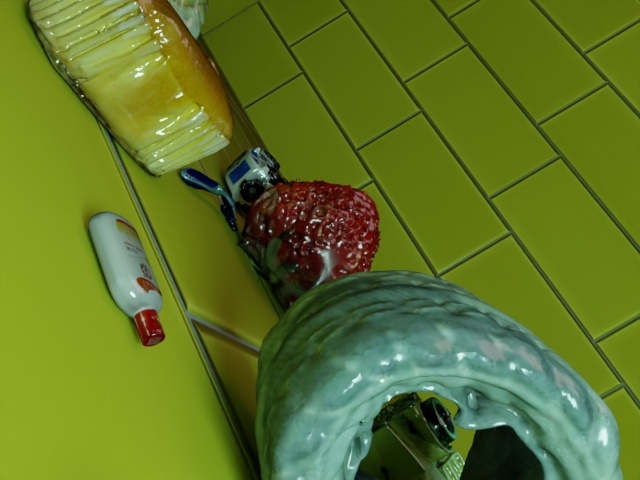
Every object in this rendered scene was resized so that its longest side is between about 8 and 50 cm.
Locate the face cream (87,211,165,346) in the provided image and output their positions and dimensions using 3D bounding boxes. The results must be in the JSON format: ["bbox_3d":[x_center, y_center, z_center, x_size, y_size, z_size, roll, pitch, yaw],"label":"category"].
[{"bbox_3d":[-0.108,0.022,0.364,0.083,0.021,0.040,61,4,27],"label":"face cream"}]

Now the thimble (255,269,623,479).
[{"bbox_3d":[0.070,0.137,0.420,0.250,0.205,0.172,41,1,-13],"label":"thimble"}]

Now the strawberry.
[{"bbox_3d":[0.000,0.000,0.855,0.187,0.202,0.184,38,-30,37],"label":"strawberry"}]

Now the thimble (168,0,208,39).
[{"bbox_3d":[-0.205,-0.271,0.667,0.143,0.138,0.190,59,14,-47],"label":"thimble"}]

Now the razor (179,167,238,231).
[{"bbox_3d":[-0.130,-0.057,0.779,0.044,0.028,0.154,60,3,22],"label":"razor"}]

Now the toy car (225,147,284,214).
[{"bbox_3d":[-0.112,-0.103,1.029,0.070,0.080,0.170,45,10,-19],"label":"toy car"}]

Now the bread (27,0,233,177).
[{"bbox_3d":[-0.156,-0.153,0.570,0.132,0.114,0.190,58,-4,46],"label":"bread"}]

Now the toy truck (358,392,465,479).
[{"bbox_3d":[0.111,0.275,0.573,0.259,0.128,0.135,60,16,15],"label":"toy truck"}]

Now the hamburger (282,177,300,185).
[{"bbox_3d":[-0.025,0.007,1.079,0.231,0.107,0.230,-20,90,-82],"label":"hamburger"}]
